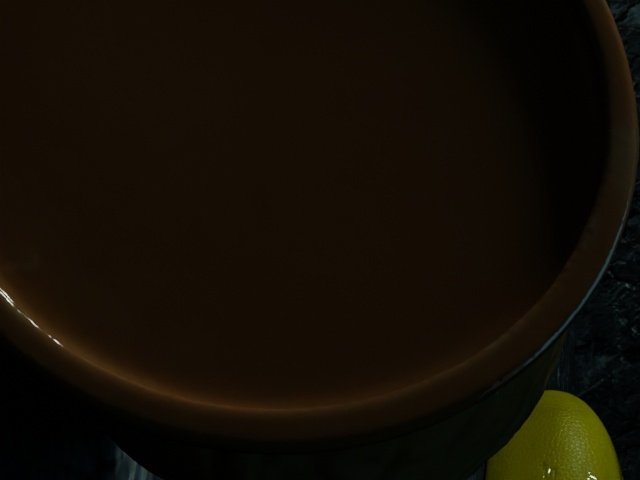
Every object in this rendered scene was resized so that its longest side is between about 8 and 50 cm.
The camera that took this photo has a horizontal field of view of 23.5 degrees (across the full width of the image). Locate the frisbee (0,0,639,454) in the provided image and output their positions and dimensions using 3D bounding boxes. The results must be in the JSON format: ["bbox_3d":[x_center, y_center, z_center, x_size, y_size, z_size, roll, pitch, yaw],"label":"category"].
[{"bbox_3d":[-0.017,-0.049,0.512,0.021,0.251,0.251,109,-12,-65],"label":"frisbee"}]

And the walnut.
[{"bbox_3d":[0.000,0.000,0.620,0.228,0.228,0.228,0,90,-76],"label":"walnut"}]

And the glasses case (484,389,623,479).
[{"bbox_3d":[0.279,0.352,1.841,0.141,0.173,0.371,66,27,-50],"label":"glasses case"}]
